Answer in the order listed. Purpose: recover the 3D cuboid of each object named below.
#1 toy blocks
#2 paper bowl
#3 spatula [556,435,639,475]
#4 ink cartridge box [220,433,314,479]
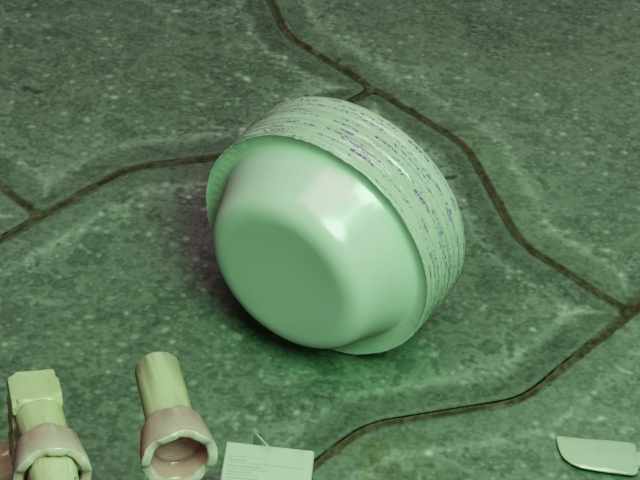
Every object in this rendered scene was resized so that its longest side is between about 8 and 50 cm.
[{"bbox_3d":[-0.243,0.289,1.367,0.309,0.288,0.260,-4,38,-14],"label":"toy blocks"},{"bbox_3d":[0.000,0.000,1.710,0.284,0.284,0.148,26,47,22],"label":"paper bowl"},{"bbox_3d":[0.365,0.276,1.644,0.242,0.019,0.168,7,37,1],"label":"spatula"},{"bbox_3d":[-0.055,0.267,1.554,0.090,0.092,0.143,6,43,1],"label":"ink cartridge box"}]
